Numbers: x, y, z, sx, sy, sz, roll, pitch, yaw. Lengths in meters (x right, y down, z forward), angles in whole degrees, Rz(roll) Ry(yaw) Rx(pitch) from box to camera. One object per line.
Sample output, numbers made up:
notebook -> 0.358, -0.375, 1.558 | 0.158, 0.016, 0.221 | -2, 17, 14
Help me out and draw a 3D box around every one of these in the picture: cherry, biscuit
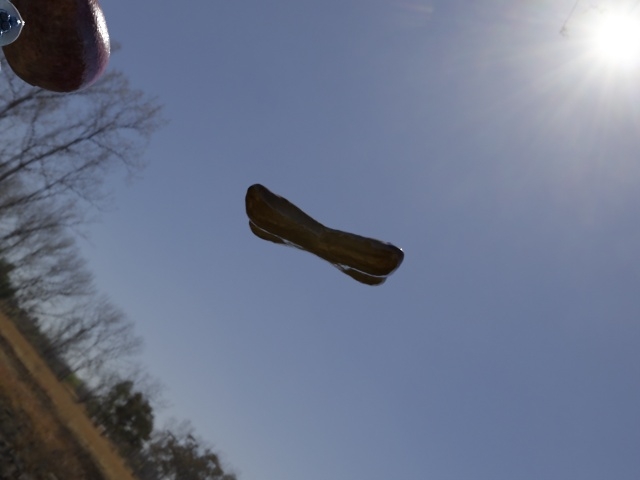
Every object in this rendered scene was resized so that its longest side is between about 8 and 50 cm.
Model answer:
cherry -> -0.458, -0.368, 1.137 | 0.250, 0.175, 0.192 | -29, -110, 51
biscuit -> 0.000, 0.000, 0.842 | 0.208, 0.047, 0.164 | 23, -14, 3

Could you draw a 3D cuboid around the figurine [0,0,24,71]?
figurine -> -0.356, -0.232, 0.683 | 0.114, 0.079, 0.114 | 39, -45, 52
